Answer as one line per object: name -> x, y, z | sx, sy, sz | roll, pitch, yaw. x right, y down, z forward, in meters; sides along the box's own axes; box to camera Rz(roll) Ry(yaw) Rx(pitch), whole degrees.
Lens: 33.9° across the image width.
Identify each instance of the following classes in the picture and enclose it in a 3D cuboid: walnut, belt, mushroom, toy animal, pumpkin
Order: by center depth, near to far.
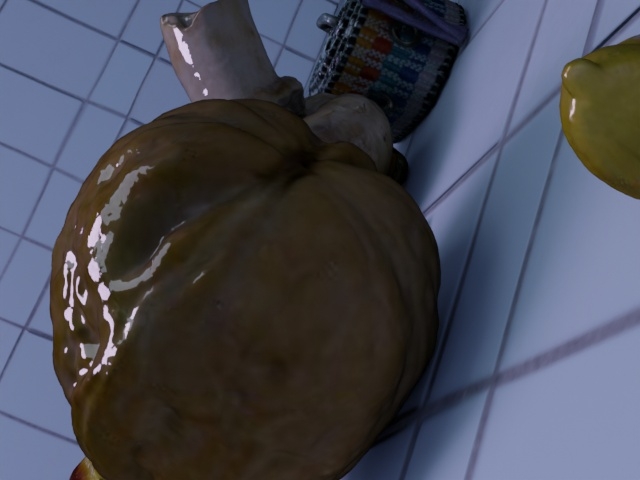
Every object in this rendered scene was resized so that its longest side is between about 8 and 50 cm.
toy animal -> 0.160, -0.078, 0.560 | 0.070, 0.083, 0.159 | -56, 2, 19
walnut -> -0.069, 0.067, 0.840 | 0.306, 0.306, 0.344 | -76, 4, -50
mushroom -> -0.069, -0.128, 1.165 | 0.292, 0.292, 0.290 | -102, -4, -77
pumpkin -> 0.085, -0.081, 1.222 | 0.083, 0.028, 0.050 | -105, 37, -61
belt -> 0.066, -0.240, 1.338 | 0.295, 0.160, 0.207 | -103, 38, -78

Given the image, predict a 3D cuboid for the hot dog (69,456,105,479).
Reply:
hot dog -> -0.222, 0.305, 1.462 | 0.405, 0.223, 0.185 | 179, 111, -82
